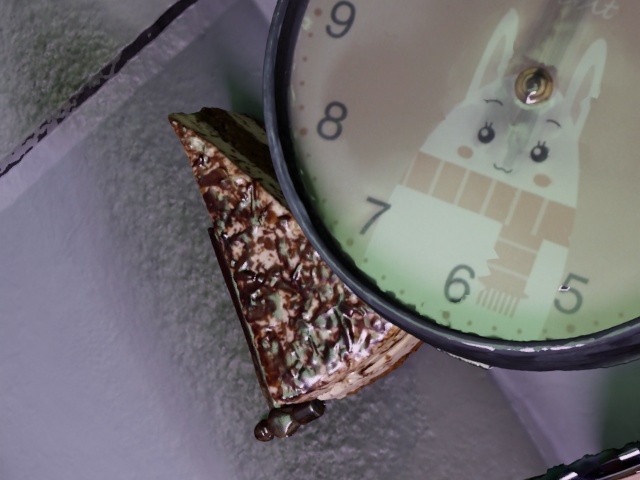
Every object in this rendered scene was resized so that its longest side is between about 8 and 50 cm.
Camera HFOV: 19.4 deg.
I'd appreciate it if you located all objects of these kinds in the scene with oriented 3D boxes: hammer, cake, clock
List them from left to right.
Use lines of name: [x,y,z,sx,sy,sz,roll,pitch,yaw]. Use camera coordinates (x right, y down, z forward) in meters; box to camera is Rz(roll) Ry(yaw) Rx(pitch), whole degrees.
hammer: [-0.050,0.070,1.486,0.065,0.021,0.178,-24,80,28]
cake: [0.000,-0.012,1.399,0.135,0.112,0.246,-26,78,26]
clock: [0.144,-0.103,1.268,0.386,0.076,0.386,-2,83,15]

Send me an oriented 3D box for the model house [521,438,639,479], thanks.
model house: [0.281,0.189,1.189,0.294,0.207,0.154,-23,72,30]
